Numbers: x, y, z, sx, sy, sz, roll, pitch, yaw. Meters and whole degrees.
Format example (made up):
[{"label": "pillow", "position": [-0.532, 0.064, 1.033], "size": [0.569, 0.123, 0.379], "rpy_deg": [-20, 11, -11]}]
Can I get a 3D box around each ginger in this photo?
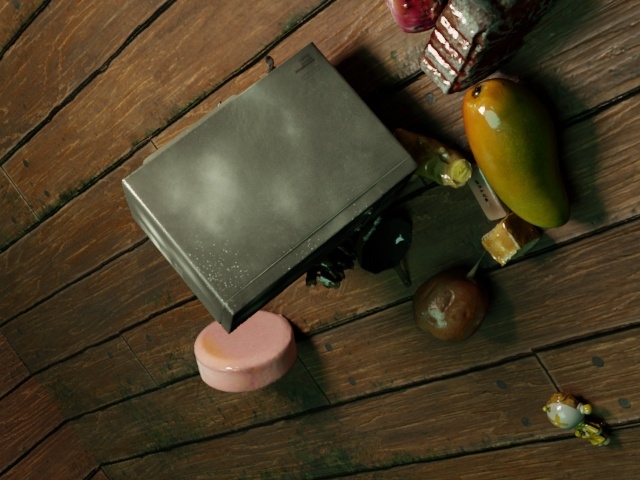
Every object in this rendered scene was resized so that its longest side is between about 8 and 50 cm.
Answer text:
[{"label": "ginger", "position": [0.193, -0.158, 1.836], "size": [0.205, 0.081, 0.115], "rpy_deg": [7, 110, 46]}]

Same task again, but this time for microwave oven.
[{"label": "microwave oven", "position": [-0.100, -0.097, 1.815], "size": [0.374, 0.432, 0.236], "rpy_deg": [51, 166, 5]}]

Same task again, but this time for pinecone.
[{"label": "pinecone", "position": [0.003, -0.002, 2.029], "size": [0.179, 0.184, 0.204], "rpy_deg": [-8, 80, 42]}]

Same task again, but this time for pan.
[{"label": "pan", "position": [0.123, 0.030, 2.014], "size": [0.048, 0.128, 0.202], "rpy_deg": [44, 147, 42]}]

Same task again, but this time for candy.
[{"label": "candy", "position": [-0.178, 0.257, 2.361], "size": [0.255, 0.255, 0.094], "rpy_deg": [12, 126, 35]}]

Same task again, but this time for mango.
[{"label": "mango", "position": [0.333, -0.149, 1.680], "size": [0.146, 0.129, 0.289], "rpy_deg": [-6, 122, 28]}]

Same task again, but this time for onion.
[{"label": "onion", "position": [0.161, -0.452, 1.581], "size": [0.230, 0.163, 0.230], "rpy_deg": [155, 90, -87]}]

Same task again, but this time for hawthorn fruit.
[{"label": "hawthorn fruit", "position": [0.261, 0.121, 1.936], "size": [0.149, 0.149, 0.189], "rpy_deg": [39, 142, 12]}]

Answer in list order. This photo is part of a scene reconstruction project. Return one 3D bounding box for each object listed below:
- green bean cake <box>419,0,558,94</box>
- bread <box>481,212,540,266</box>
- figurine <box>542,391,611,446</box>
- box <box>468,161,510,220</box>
[{"label": "green bean cake", "position": [0.271, -0.344, 1.590], "size": [0.097, 0.199, 0.232], "rpy_deg": [50, 156, 12]}, {"label": "bread", "position": [0.352, -0.005, 1.819], "size": [0.070, 0.077, 0.083], "rpy_deg": [55, 141, 11]}, {"label": "figurine", "position": [0.509, 0.360, 1.964], "size": [0.101, 0.068, 0.143], "rpy_deg": [-4, 134, 51]}, {"label": "box", "position": [0.307, -0.092, 1.826], "size": [0.048, 0.025, 0.115], "rpy_deg": [-18, 107, 45]}]
